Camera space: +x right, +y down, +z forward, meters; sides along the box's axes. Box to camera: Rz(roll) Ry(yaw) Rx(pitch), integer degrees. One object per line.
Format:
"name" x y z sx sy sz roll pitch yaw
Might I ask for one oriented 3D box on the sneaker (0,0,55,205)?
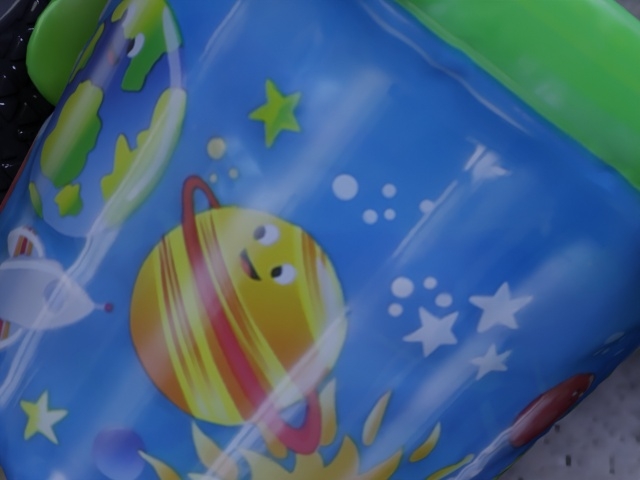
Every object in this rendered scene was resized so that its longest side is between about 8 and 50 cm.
"sneaker" -0.130 -0.098 0.689 0.234 0.084 0.097 -50 39 -3

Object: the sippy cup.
"sippy cup" 0.000 0.000 0.524 0.240 0.305 0.224 36 98 -10
